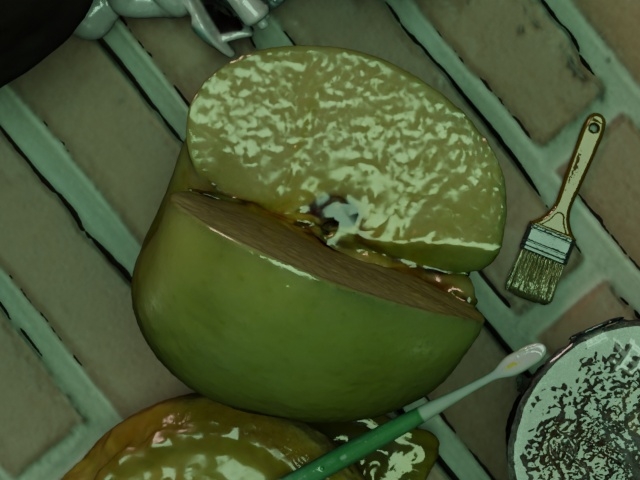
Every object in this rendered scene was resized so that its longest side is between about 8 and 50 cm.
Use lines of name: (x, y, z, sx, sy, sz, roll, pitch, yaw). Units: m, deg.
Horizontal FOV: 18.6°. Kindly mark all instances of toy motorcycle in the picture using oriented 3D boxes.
toy motorcycle: (-0.155, -0.239, 1.600, 0.260, 0.110, 0.171, 32, 104, -8)

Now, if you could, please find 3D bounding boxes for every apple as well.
apple: (-0.008, 0.017, 1.516, 0.257, 0.233, 0.295, 20, 46, -9)

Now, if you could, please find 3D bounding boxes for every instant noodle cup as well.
instant noodle cup: (0.243, 0.167, 1.547, 0.217, 0.207, 0.218, 0, 88, -1)

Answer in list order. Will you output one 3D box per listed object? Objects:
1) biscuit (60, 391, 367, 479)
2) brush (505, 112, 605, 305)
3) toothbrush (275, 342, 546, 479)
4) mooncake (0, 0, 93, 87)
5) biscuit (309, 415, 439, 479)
biscuit: (-0.087, 0.269, 1.562, 0.296, 0.102, 0.296, 0, 91, 12)
brush: (0.204, -0.029, 1.647, 0.043, 0.014, 0.170, 22, 86, 0)
toothbrush: (0.059, 0.142, 1.487, 0.257, 0.024, 0.018, -30, 88, 9)
mooncake: (-0.353, -0.281, 1.496, 0.381, 0.212, 0.351, 44, 105, 20)
biscuit: (-0.006, 0.214, 1.619, 0.174, 0.039, 0.183, 19, 87, -3)
